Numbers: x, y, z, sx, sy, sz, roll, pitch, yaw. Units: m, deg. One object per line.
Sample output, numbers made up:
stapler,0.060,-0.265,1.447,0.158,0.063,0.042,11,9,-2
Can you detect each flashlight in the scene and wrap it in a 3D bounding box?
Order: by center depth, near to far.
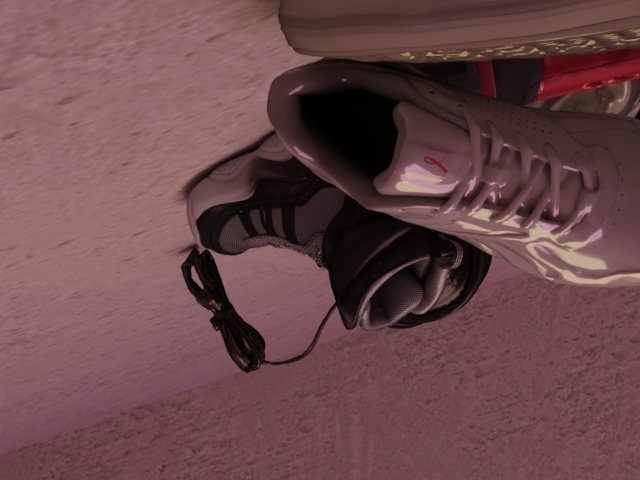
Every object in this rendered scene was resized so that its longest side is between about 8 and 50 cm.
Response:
flashlight,0.157,-0.108,0.818,0.304,0.103,0.103,-13,170,-24

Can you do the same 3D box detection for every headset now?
headset,0.071,-0.007,1.320,0.394,0.185,0.243,-33,177,-6

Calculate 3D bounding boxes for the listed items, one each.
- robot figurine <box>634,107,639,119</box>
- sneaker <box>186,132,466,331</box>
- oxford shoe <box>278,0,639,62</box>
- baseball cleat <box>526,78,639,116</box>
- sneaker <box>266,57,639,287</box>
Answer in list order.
robot figurine,0.332,-0.049,0.955,0.209,0.278,0.173,24,-172,-2
sneaker,0.000,0.000,0.995,0.101,0.153,0.268,-11,169,-40
oxford shoe,0.126,-0.139,0.508,0.169,0.130,0.449,-11,-176,-29
baseball cleat,0.209,-0.121,1.025,0.109,0.072,0.206,-33,177,-14
sneaker,0.074,-0.029,0.643,0.232,0.090,0.115,16,-171,18
